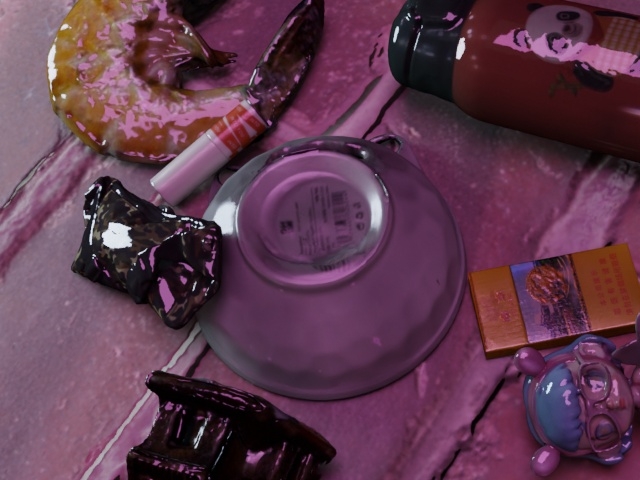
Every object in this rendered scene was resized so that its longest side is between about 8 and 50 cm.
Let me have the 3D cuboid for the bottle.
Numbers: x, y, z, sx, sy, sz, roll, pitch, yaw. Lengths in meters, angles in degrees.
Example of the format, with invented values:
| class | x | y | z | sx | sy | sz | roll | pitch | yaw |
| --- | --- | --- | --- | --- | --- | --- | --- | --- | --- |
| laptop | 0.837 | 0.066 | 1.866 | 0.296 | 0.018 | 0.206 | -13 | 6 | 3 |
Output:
| class | x | y | z | sx | sy | sz | roll | pitch | yaw |
| --- | --- | --- | --- | --- | --- | --- | --- | --- | --- |
| bottle | 0.231 | -0.164 | 1.277 | 0.336 | 0.144 | 0.144 | 15 | 65 | 18 |

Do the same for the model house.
| class | x | y | z | sx | sy | sz | roll | pitch | yaw |
| --- | --- | --- | --- | --- | --- | --- | --- | --- | --- |
| model house | -0.088 | 0.214 | 1.133 | 0.165 | 0.106 | 0.152 | 11 | 62 | 19 |

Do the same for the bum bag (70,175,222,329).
| class | x | y | z | sx | sy | sz | roll | pitch | yaw |
| --- | --- | --- | --- | --- | --- | --- | --- | --- | --- |
| bum bag | -0.171 | 0.009 | 1.250 | 0.248 | 0.069 | 0.102 | 24 | 104 | 51 |

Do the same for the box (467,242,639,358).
| class | x | y | z | sx | sy | sz | roll | pitch | yaw |
| --- | --- | --- | --- | --- | --- | --- | --- | --- | --- |
| box | 0.223 | 0.057 | 1.222 | 0.155 | 0.023 | 0.087 | -11 | 64 | 3 |

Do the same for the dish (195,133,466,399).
| class | x | y | z | sx | sy | sz | roll | pitch | yaw |
| --- | --- | --- | --- | --- | --- | --- | --- | --- | --- |
| dish | 0.000 | 0.000 | 1.230 | 0.303 | 0.120 | 0.303 | -3 | 62 | 6 |

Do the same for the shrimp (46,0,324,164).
| class | x | y | z | sx | sy | sz | roll | pitch | yaw |
| --- | --- | --- | --- | --- | --- | --- | --- | --- | --- |
| shrimp | -0.098 | -0.260 | 1.412 | 0.272 | 0.085 | 0.445 | 36 | 75 | 18 |

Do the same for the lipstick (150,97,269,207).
| class | x | y | z | sx | sy | sz | roll | pitch | yaw |
| --- | --- | --- | --- | --- | --- | --- | --- | --- | --- |
| lipstick | -0.113 | -0.089 | 1.324 | 0.131 | 0.038 | 0.038 | -40 | 63 | 2 |

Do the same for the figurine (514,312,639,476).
| class | x | y | z | sx | sy | sz | roll | pitch | yaw |
| --- | --- | --- | --- | --- | --- | --- | --- | --- | --- |
| figurine | 0.304 | 0.149 | 1.129 | 0.260 | 0.103 | 0.205 | -10 | 97 | 1 |
